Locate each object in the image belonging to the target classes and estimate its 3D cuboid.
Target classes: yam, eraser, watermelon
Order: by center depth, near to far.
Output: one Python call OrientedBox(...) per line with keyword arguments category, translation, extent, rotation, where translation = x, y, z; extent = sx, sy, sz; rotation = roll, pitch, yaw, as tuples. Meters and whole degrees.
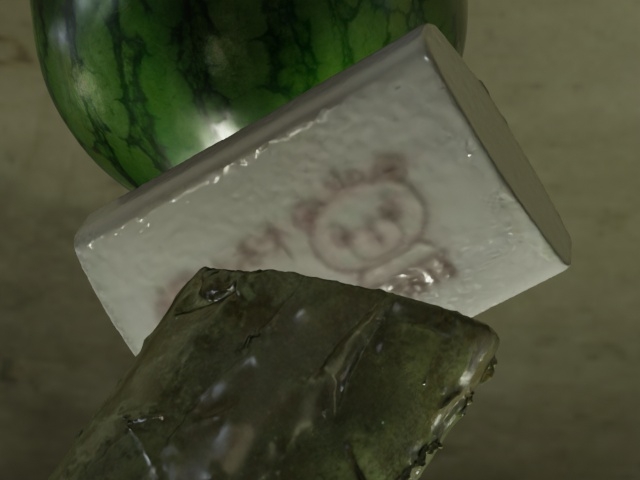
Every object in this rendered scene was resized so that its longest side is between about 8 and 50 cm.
OrientedBox(category="yam", translation=(-0.052, 0.137, 0.981), extent=(0.168, 0.304, 0.168), rotation=(33, 172, 5))
OrientedBox(category="eraser", translation=(0.000, 0.000, 1.204), extent=(0.270, 0.095, 0.174), rotation=(-28, 106, 20))
OrientedBox(category="watermelon", translation=(-0.056, -0.185, 1.449), extent=(0.363, 0.363, 0.363), rotation=(3, 160, 1))
